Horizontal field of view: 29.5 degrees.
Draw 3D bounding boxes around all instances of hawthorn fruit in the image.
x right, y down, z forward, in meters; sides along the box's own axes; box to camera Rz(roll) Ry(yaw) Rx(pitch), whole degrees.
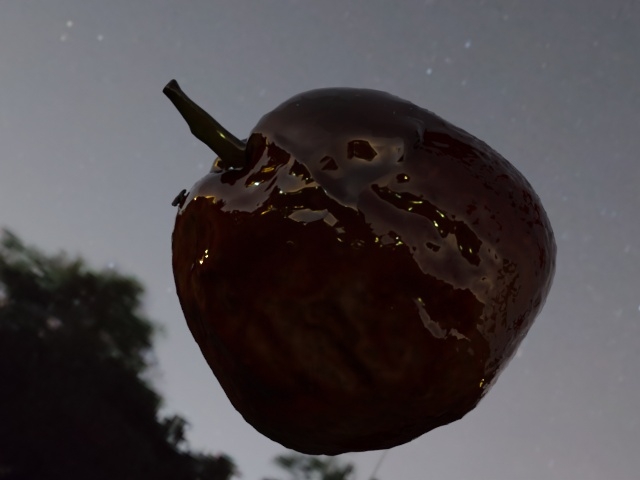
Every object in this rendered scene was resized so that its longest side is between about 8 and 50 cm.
[{"bbox_3d":[0.000,0.000,0.762,0.266,0.230,0.210,42,15,-2],"label":"hawthorn fruit"}]
